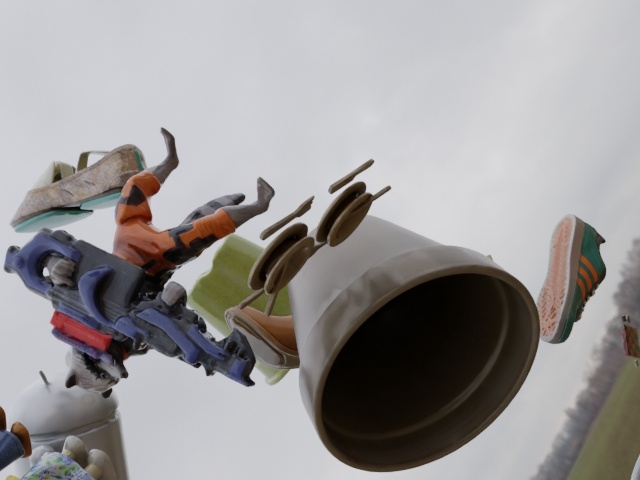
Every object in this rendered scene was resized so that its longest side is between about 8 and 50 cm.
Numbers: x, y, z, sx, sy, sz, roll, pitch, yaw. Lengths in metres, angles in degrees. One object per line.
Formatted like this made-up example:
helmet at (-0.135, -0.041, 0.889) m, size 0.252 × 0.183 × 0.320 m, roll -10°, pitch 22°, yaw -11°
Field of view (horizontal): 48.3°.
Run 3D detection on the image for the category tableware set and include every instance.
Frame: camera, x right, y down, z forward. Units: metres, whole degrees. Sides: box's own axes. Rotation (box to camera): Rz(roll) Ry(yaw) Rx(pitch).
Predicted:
tableware set at (0.000, 0.000, 0.767) m, size 0.194 × 0.039 × 0.128 m, roll -37°, pitch -21°, yaw -39°

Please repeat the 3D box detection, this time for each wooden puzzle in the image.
wooden puzzle at (0.495, 0.160, 1.138) m, size 0.049 × 0.006 × 0.083 m, roll 18°, pitch -116°, yaw -41°

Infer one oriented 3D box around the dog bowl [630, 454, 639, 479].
dog bowl at (0.555, 0.364, 0.943) m, size 0.104 × 0.265 × 0.264 m, roll 23°, pitch -86°, yaw -32°

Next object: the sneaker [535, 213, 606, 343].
sneaker at (0.555, 0.094, 1.541) m, size 0.108 × 0.121 × 0.302 m, roll -37°, pitch 30°, yaw 64°

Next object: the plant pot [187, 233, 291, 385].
plant pot at (-0.137, 0.122, 1.514) m, size 0.276 × 0.254 × 0.276 m, roll -54°, pitch 7°, yaw 10°

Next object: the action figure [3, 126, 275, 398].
action figure at (-0.183, 0.056, 0.879) m, size 0.330 × 0.341 × 0.178 m, roll -55°, pitch -16°, yaw -11°

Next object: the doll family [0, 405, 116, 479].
doll family at (-0.259, 0.192, 0.503) m, size 0.163 × 0.263 × 0.118 m, roll -45°, pitch -29°, yaw -56°

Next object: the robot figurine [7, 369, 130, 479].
robot figurine at (-0.471, 0.400, 1.346) m, size 0.300 × 0.200 × 0.353 m, roll -147°, pitch 50°, yaw -84°

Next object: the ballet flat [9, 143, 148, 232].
ballet flat at (-0.410, -0.092, 1.213) m, size 0.107 × 0.316 × 0.106 m, roll 5°, pitch -106°, yaw -62°

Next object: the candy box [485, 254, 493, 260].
candy box at (0.313, 0.137, 1.351) m, size 0.088 × 0.182 × 0.316 m, roll -22°, pitch -11°, yaw 8°

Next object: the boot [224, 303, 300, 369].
boot at (-0.014, 0.145, 1.336) m, size 0.220 × 0.283 × 0.109 m, roll -57°, pitch -9°, yaw -33°

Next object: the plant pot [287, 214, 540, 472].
plant pot at (0.090, 0.105, 0.998) m, size 0.323 × 0.280 × 0.323 m, roll -11°, pitch -57°, yaw -18°
